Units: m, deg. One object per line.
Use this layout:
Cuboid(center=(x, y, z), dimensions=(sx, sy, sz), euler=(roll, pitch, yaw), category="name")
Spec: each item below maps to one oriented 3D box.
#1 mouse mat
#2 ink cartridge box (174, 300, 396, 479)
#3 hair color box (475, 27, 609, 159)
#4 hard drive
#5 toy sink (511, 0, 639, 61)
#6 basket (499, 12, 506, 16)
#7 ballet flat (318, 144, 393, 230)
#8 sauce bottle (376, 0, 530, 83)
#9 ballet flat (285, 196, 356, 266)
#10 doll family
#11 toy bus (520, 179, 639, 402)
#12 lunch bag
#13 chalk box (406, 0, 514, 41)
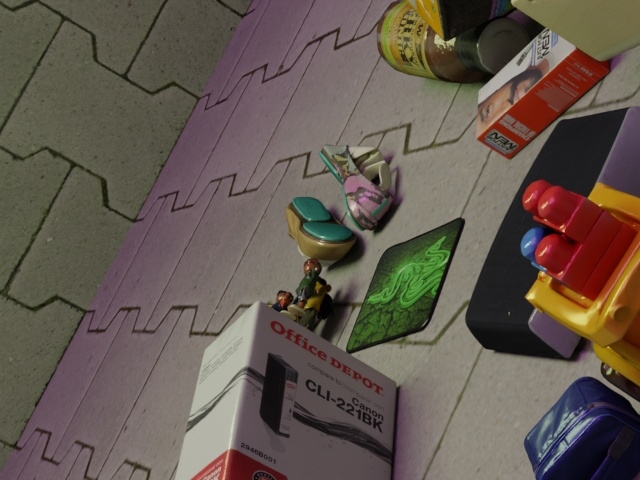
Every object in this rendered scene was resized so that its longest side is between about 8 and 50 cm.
Cuboid(center=(0.098, 0.056, 1.608), dimensions=(0.189, 0.007, 0.153), euler=(-25, 38, 58), category="mouse mat")
Cuboid(center=(-0.034, 0.225, 1.386), dimensions=(0.114, 0.197, 0.273), euler=(-44, 24, 34), category="ink cartridge box")
Cuboid(center=(0.248, -0.179, 1.512), dimensions=(0.167, 0.053, 0.093), euler=(-45, 24, 39), category="hair color box")
Cuboid(center=(0.234, -0.013, 1.292), dimensions=(0.255, 0.054, 0.172), euler=(-63, 19, -11), category="hard drive")
Cuboid(center=(0.305, -0.320, 1.312), dimensions=(0.234, 0.131, 0.153), euler=(-65, 17, -16), category="toy sink")
Cuboid(center=(0.235, -0.390, 1.778), dimensions=(0.103, 0.113, 0.167), euler=(-37, 29, 57), category="basket")
Cuboid(center=(0.058, -0.087, 1.843), dimensions=(0.079, 0.077, 0.221), euler=(-37, 28, 7), category="ballet flat")
Cuboid(center=(0.171, -0.260, 1.740), dimensions=(0.111, 0.111, 0.344), euler=(-59, 18, -1), category="sauce bottle")
Cuboid(center=(0.000, 0.000, 1.870), dimensions=(0.232, 0.080, 0.073), euler=(-121, 36, -72), category="ballet flat")
Cuboid(center=(-0.035, 0.096, 1.769), dimensions=(0.193, 0.076, 0.111), euler=(-38, 22, 44), category="doll family")
Cuboid(center=(0.242, 0.036, 0.960), dimensions=(0.149, 0.211, 0.220), euler=(-57, 20, 2), category="toy bus")
Cuboid(center=(0.209, 0.167, 1.061), dimensions=(0.098, 0.067, 0.065), euler=(-54, 19, 17), category="lunch bag")
Cuboid(center=(0.215, -0.401, 1.579), dimensions=(0.289, 0.180, 0.179), euler=(-27, 47, -10), category="chalk box")
